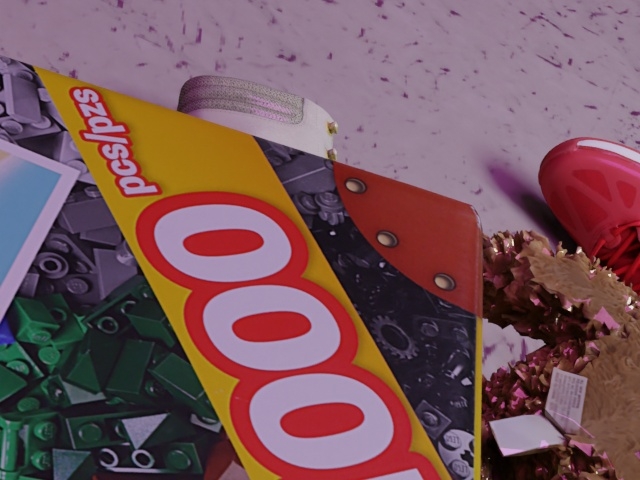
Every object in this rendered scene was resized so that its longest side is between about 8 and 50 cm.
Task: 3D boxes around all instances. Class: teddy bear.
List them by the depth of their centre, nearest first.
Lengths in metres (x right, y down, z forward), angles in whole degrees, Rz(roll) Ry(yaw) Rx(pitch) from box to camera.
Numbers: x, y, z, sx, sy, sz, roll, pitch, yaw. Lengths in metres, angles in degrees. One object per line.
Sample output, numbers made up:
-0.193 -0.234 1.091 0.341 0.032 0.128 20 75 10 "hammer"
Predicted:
0.134 0.113 0.823 0.245 0.113 0.338 38 52 14 "teddy bear"

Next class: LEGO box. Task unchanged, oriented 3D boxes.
-0.161 0.162 0.444 0.373 0.193 0.500 17 42 -9 "LEGO box"

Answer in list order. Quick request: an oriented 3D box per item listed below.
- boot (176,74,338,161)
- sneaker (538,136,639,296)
0.000 0.000 0.931 0.213 0.077 0.165 29 35 -16 "boot"
0.230 0.029 1.101 0.221 0.087 0.128 38 35 -2 "sneaker"
